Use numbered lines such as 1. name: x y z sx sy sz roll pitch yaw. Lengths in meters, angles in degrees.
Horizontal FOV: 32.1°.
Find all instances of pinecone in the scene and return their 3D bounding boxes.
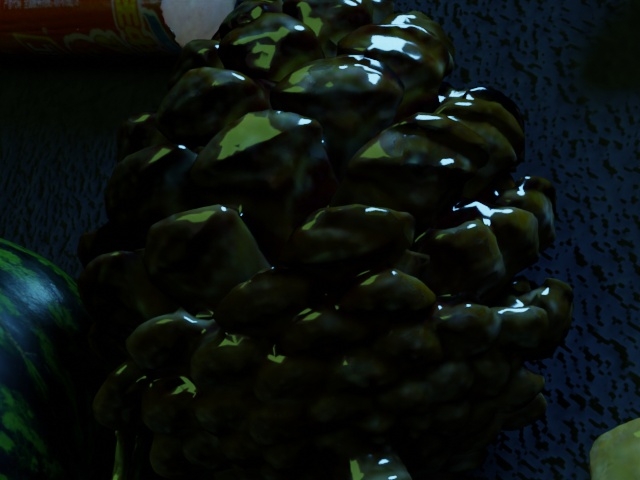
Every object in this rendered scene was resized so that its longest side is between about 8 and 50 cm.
1. pinecone: 0.000 0.000 0.513 0.224 0.224 0.272 -22 52 21

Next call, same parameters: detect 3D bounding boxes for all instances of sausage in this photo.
1. sausage: -0.189 -0.168 0.804 0.274 0.074 0.074 6 69 34

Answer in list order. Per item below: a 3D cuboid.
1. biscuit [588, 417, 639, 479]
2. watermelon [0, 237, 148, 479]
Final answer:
1. biscuit: 0.199 0.139 0.435 0.142 0.029 0.221 -47 51 2
2. watermelon: -0.217 0.118 0.553 0.269 0.269 0.269 -14 59 25
